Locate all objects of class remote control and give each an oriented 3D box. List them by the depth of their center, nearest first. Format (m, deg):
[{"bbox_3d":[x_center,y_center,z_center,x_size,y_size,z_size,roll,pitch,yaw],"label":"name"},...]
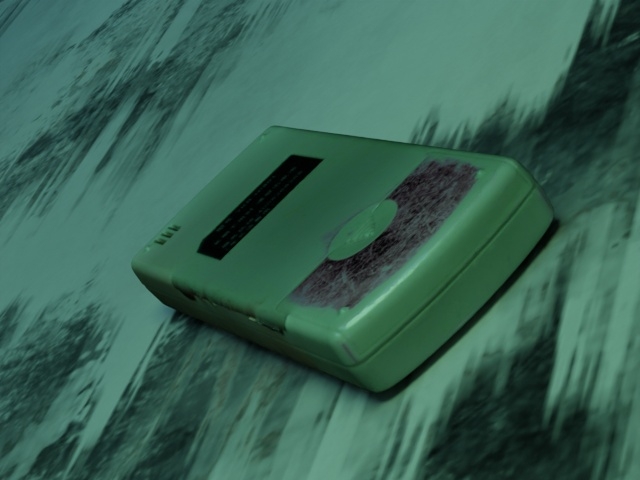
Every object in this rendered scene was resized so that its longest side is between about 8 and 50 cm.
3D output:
[{"bbox_3d":[0.001,0.001,1.090,0.145,0.050,0.344,-44,21,-12],"label":"remote control"}]
